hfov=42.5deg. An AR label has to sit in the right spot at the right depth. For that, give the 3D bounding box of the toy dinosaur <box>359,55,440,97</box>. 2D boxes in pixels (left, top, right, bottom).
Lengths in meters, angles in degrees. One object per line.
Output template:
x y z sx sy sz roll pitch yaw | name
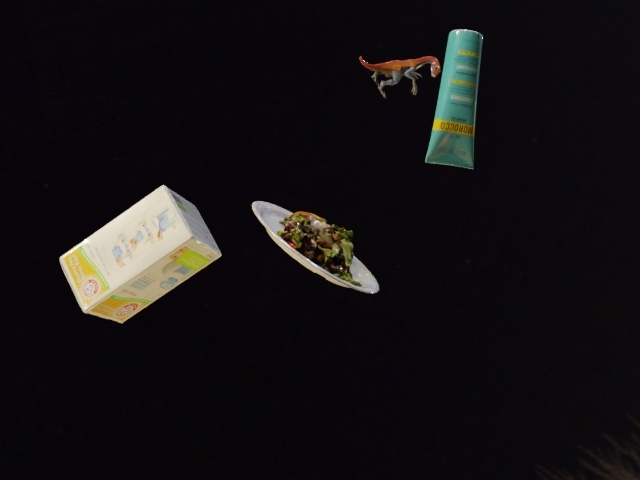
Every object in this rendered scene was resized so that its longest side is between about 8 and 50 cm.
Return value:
0.108 -0.215 1.044 0.082 0.047 0.090 -33 -39 12 | toy dinosaur

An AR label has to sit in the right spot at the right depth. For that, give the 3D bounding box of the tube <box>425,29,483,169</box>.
0.212 -0.217 1.272 0.080 0.052 0.207 7 -91 -9 | tube

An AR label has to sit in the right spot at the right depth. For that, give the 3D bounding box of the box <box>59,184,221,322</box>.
-0.276 0.025 1.267 0.203 0.103 0.114 -34 -22 6 | box

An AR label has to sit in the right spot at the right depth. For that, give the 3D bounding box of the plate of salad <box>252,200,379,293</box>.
0.000 0.000 1.069 0.200 0.200 0.048 26 -75 -40 | plate of salad
